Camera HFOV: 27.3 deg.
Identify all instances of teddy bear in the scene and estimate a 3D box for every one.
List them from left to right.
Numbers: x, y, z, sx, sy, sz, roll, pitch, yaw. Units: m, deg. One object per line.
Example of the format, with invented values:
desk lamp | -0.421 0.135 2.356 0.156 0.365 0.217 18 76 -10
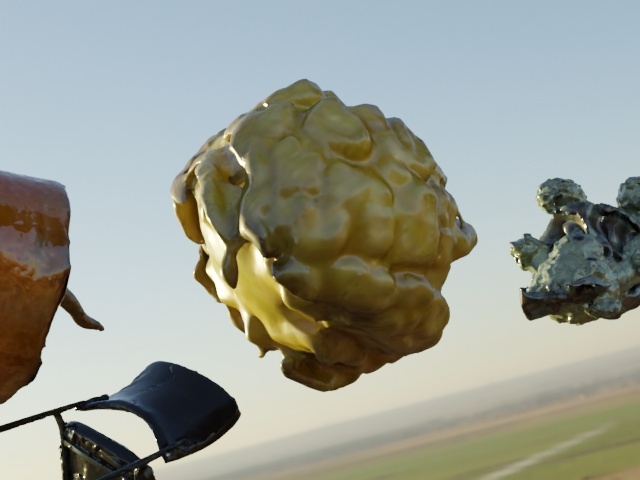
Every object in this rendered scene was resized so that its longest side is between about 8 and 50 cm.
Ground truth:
teddy bear | 0.234 0.028 1.176 0.133 0.111 0.213 2 32 23

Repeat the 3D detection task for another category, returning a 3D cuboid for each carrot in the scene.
carrot | -0.283 0.010 0.843 0.225 0.159 0.159 17 -25 -34

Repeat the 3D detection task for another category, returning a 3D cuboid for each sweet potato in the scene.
sweet potato | -0.286 0.068 1.483 0.026 0.115 0.026 -29 26 16

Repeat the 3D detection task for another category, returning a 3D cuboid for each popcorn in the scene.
popcorn | 0.000 0.000 0.982 0.190 0.250 0.250 -48 -1 -12

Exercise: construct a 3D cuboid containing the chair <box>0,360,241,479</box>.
chair | -0.184 0.212 1.141 0.140 0.145 0.221 21 33 35
